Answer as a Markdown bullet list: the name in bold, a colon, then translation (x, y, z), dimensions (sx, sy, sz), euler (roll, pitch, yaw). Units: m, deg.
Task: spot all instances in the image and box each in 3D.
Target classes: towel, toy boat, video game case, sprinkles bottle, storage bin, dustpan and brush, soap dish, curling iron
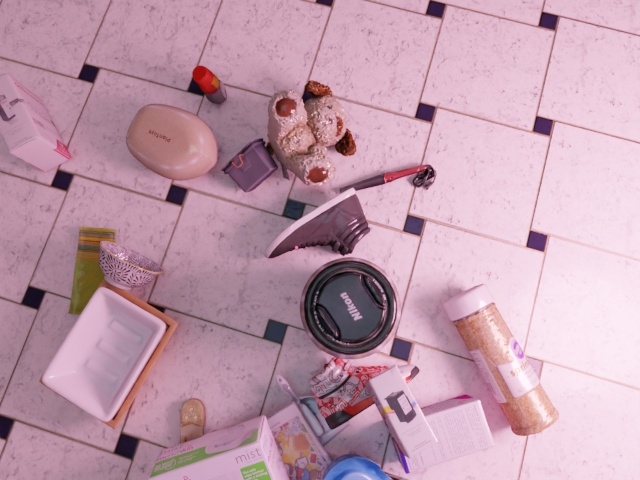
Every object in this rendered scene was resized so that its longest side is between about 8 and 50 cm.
- **towel**: translation (-0.617, 0.081, 1.286), dimensions (0.102, 0.021, 0.238), euler (2, 79, 3)
- **toy boat**: translation (-0.363, -0.318, 1.308), dimensions (0.267, 0.148, 0.319), euler (30, 89, 12)
- **video game case**: translation (-0.091, 0.538, 1.151), dimensions (0.206, 0.026, 0.227), euler (-32, 92, 2)
- **sprinkles bottle**: translation (0.439, 0.287, 1.170), dimensions (0.121, 0.121, 0.356), euler (-27, 80, -4)
- **storage bin**: translation (-0.186, -0.196, 1.279), dimensions (0.135, 0.098, 0.091), euler (-39, 90, 22)
- **dustpan and brush**: translation (-0.043, 0.421, 1.185), dimensions (0.147, 0.060, 0.211), euler (-37, 81, -6)
- **soap dish**: translation (-0.520, 0.280, 1.196), dimensions (0.228, 0.118, 0.291), euler (28, 81, 6)
- **curling iron**: translation (0.188, -0.160, 1.305), dimensions (0.273, 0.035, 0.068), euler (-8, 79, 0)

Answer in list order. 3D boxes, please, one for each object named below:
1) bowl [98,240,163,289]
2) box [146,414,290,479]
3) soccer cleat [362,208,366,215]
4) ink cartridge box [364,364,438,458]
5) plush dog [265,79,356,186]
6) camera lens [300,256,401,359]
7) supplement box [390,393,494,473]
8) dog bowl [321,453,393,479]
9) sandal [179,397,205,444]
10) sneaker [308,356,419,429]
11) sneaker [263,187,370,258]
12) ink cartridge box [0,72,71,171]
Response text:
- **bowl**: translation (-0.500, 0.075, 1.215), dimensions (0.170, 0.170, 0.080), euler (30, 90, 7)
- **box**: translation (-0.212, 0.558, 1.071), dimensions (0.261, 0.127, 0.231), euler (-18, 99, 1)
- **soccer cleat**: translation (0.093, -0.087, 1.299), dimensions (0.035, 0.029, 0.083), euler (-35, 77, 4)
- **ink cartridge box**: translation (0.171, 0.373, 1.047), dimensions (0.072, 0.127, 0.175), euler (-26, 72, -8)
- **plush dog**: translation (-0.025, -0.298, 1.287), dimensions (0.225, 0.210, 0.263), euler (-34, 108, -19)
- **camera lens**: translation (0.066, 0.163, 1.124), dimensions (0.219, 0.274, 0.220), euler (0, 79, 1)
- **supplement box**: translation (0.283, 0.460, 1.145), dimensions (0.219, 0.111, 0.114), euler (-18, 79, -2)
- **dog bowl**: translation (0.124, 0.620, 1.111), dimensions (0.297, 0.074, 0.166), euler (40, 81, -5)
- **sandal**: translation (-0.315, 0.517, 1.164), dimensions (0.088, 0.079, 0.240), euler (-8, 79, 0)
- **sneaker**: translation (0.104, 0.334, 1.177), dimensions (0.269, 0.090, 0.145), euler (-26, 69, -16)
- **sneaker**: translation (0.000, 0.000, 1.246), dimensions (0.295, 0.104, 0.147), euler (-33, 88, 0)
- **ink cartridge box**: translation (-0.802, -0.318, 1.297), dimensions (0.092, 0.158, 0.218), euler (-29, 79, -4)
